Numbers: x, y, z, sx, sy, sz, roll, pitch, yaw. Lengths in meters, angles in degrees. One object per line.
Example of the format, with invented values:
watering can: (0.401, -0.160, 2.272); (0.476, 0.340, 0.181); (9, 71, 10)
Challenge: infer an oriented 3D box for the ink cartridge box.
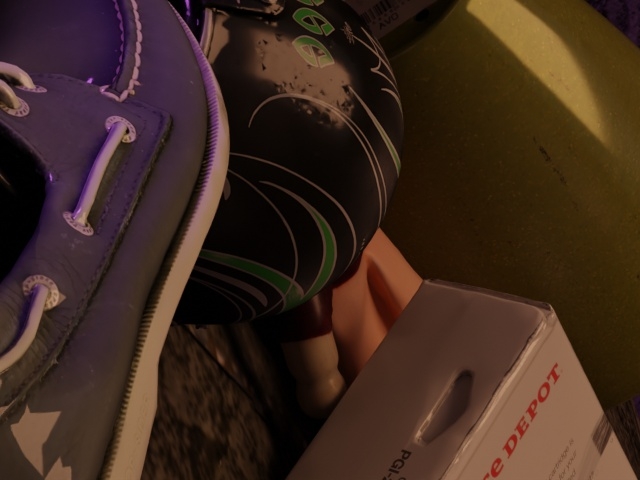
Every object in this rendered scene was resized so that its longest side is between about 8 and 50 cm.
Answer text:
ink cartridge box: (0.089, 0.151, 0.985); (0.158, 0.092, 0.218); (-54, 136, -25)

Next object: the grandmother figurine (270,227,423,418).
grandmother figurine: (0.000, 0.000, 1.009); (0.208, 0.104, 0.342); (-108, 172, -49)

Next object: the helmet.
helmet: (-0.045, -0.042, 0.794); (0.161, 0.169, 0.169); (29, 39, -44)

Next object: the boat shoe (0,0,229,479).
boat shoe: (-0.104, -0.019, 0.597); (0.319, 0.116, 0.099); (-87, 158, -47)

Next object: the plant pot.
plant pot: (0.105, -0.070, 1.177); (0.293, 0.275, 0.274); (51, 23, -42)
